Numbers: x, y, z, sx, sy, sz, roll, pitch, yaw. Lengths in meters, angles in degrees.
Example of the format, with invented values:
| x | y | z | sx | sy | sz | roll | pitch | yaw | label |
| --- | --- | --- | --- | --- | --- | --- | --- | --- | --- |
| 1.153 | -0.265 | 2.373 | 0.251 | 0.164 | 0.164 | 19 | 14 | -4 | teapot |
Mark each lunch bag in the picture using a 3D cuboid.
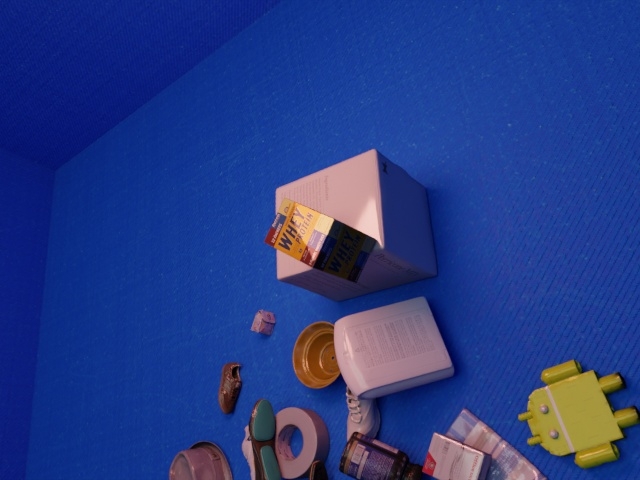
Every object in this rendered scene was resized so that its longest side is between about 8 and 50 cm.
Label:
| x | y | z | sx | sy | sz | roll | pitch | yaw | label |
| --- | --- | --- | --- | --- | --- | --- | --- | --- | --- |
| -0.207 | 0.302 | 2.138 | 0.053 | 0.071 | 0.083 | 6 | 76 | 42 | lunch bag |

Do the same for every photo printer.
| x | y | z | sx | sy | sz | roll | pitch | yaw | label |
| --- | --- | --- | --- | --- | --- | --- | --- | --- | --- |
| 0.198 | 0.315 | 1.686 | 0.307 | 0.107 | 0.256 | -15 | 58 | -6 | photo printer |

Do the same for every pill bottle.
| x | y | z | sx | sy | sz | roll | pitch | yaw | label |
| --- | --- | --- | --- | --- | --- | --- | --- | --- | --- |
| 0.173 | 0.636 | 1.631 | 0.219 | 0.123 | 0.123 | 19 | 85 | 19 | pill bottle |

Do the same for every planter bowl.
| x | y | z | sx | sy | sz | roll | pitch | yaw | label |
| --- | --- | --- | --- | --- | --- | --- | --- | --- | --- |
| 0.019 | 0.381 | 1.911 | 0.217 | 0.090 | 0.217 | -15 | 64 | 35 | planter bowl |

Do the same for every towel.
| x | y | z | sx | sy | sz | roll | pitch | yaw | label |
| --- | --- | --- | --- | --- | --- | --- | --- | --- | --- |
| 0.427 | 0.610 | 1.529 | 0.285 | 0.034 | 0.209 | 39 | 97 | 42 | towel |

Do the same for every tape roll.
| x | y | z | sx | sy | sz | roll | pitch | yaw | label |
| --- | --- | --- | --- | --- | --- | --- | --- | --- | --- |
| -0.078 | 0.659 | 1.891 | 0.219 | 0.072 | 0.219 | -15 | 64 | 33 | tape roll |

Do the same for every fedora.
| x | y | z | sx | sy | sz | roll | pitch | yaw | label |
| --- | --- | --- | --- | --- | --- | --- | --- | --- | --- |
| -0.449 | 0.853 | 2.078 | 0.244 | 0.124 | 0.275 | -49 | 49 | 13 | fedora |

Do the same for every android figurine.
| x | y | z | sx | sy | sz | roll | pitch | yaw | label |
| --- | --- | --- | --- | --- | --- | --- | --- | --- | --- |
| 0.627 | 0.427 | 1.428 | 0.273 | 0.056 | 0.248 | -27 | 58 | 26 | android figurine |

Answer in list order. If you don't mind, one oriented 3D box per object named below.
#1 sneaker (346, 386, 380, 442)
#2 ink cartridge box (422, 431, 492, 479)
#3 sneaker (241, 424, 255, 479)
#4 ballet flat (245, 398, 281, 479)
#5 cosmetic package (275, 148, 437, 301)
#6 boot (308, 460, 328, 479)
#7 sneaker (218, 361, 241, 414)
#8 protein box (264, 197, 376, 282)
| x | y | z | sx | sy | sz | roll | pitch | yaw | label |
| --- | --- | --- | --- | --- | --- | --- | --- | --- | --- |
| 0.120 | 0.482 | 1.765 | 0.111 | 0.129 | 0.297 | 1 | 74 | 38 | sneaker |
| 0.360 | 0.587 | 1.529 | 0.150 | 0.063 | 0.109 | 12 | 77 | 42 | ink cartridge box |
| -0.217 | 0.730 | 1.977 | 0.115 | 0.090 | 0.232 | -31 | 46 | 34 | sneaker |
| -0.197 | 0.661 | 1.880 | 0.096 | 0.095 | 0.280 | -34 | 54 | 39 | ballet flat |
| 0.106 | -0.030 | 1.845 | 0.393 | 0.329 | 0.327 | -19 | 62 | 33 | cosmetic package |
| -0.048 | 0.775 | 1.799 | 0.137 | 0.077 | 0.198 | -2 | 86 | 44 | boot |
| -0.330 | 0.543 | 2.145 | 0.071 | 0.066 | 0.188 | -18 | 63 | 32 | sneaker |
| 0.000 | 0.000 | 1.567 | 0.200 | 0.201 | 0.136 | 26 | 92 | 41 | protein box |
